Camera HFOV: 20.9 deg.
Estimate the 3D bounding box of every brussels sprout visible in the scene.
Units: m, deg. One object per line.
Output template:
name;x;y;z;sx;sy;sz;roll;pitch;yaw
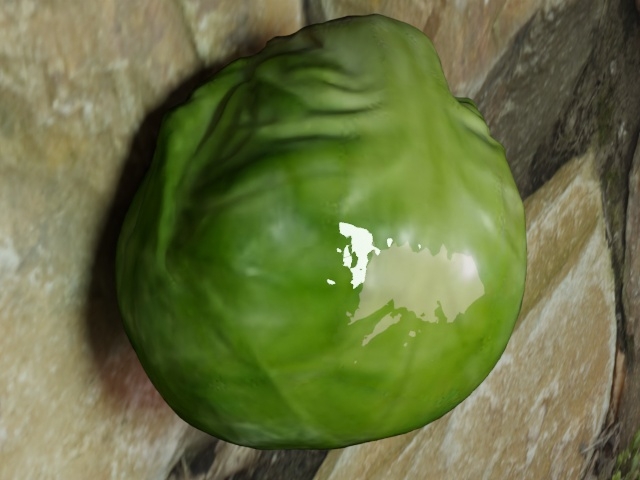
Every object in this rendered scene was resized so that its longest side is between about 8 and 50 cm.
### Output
brussels sprout;0.000;0.000;0.947;0.244;0.244;0.244;-39;139;-45
